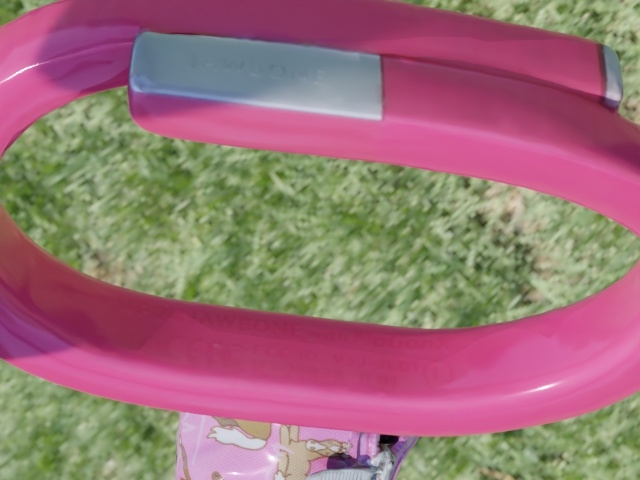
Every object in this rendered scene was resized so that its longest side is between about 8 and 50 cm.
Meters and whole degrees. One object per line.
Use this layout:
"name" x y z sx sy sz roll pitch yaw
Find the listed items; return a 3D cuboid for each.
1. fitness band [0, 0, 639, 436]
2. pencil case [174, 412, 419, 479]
"fitness band" 0.000 0.000 0.518 0.291 0.054 0.209 9 145 -9
"pencil case" -0.036 0.259 0.915 0.160 0.167 0.386 11 94 6
